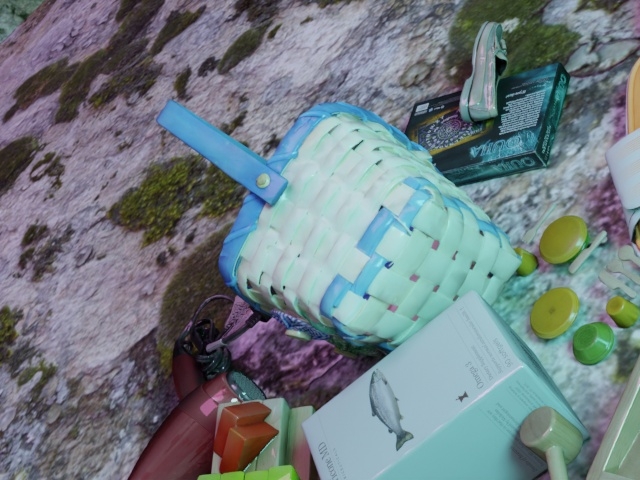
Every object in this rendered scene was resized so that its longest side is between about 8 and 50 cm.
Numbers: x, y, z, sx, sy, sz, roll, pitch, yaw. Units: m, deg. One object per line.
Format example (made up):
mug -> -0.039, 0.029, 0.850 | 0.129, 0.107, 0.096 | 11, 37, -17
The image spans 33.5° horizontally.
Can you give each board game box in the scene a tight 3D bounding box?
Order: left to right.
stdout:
board game box -> 0.162, -0.112, 1.111 | 0.186, 0.026, 0.126 | -11, 46, 41

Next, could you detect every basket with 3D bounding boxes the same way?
basket -> 0.008, -0.018, 0.947 | 0.201, 0.255, 0.289 | -55, 48, 7

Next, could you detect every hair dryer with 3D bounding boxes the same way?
hair dryer -> -0.118, 0.169, 1.092 | 0.224, 0.080, 0.293 | -28, 28, 57

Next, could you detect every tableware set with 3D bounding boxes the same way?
tableware set -> 0.211, 0.037, 0.895 | 0.104, 0.024, 0.154 | -52, 34, 4

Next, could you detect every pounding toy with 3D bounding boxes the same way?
pounding toy -> 0.229, 0.151, 0.691 | 0.206, 0.094, 0.181 | 0, 58, 60

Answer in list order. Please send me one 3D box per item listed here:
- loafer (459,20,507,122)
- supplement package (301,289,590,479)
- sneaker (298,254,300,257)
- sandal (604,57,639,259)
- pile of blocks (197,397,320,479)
loafer -> 0.178, -0.175, 1.106 | 0.039, 0.045, 0.125 | 3, 61, 29
supplement package -> 0.093, 0.146, 0.825 | 0.179, 0.105, 0.105 | -40, 33, 9
sneaker -> 0.000, 0.000, 1.145 | 0.059, 0.053, 0.144 | 11, 70, 53
sandal -> 0.281, -0.082, 0.881 | 0.102, 0.076, 0.265 | -26, 43, 31
pile of blocks -> -0.090, 0.266, 0.843 | 0.149, 0.112, 0.362 | 10, 55, 30
